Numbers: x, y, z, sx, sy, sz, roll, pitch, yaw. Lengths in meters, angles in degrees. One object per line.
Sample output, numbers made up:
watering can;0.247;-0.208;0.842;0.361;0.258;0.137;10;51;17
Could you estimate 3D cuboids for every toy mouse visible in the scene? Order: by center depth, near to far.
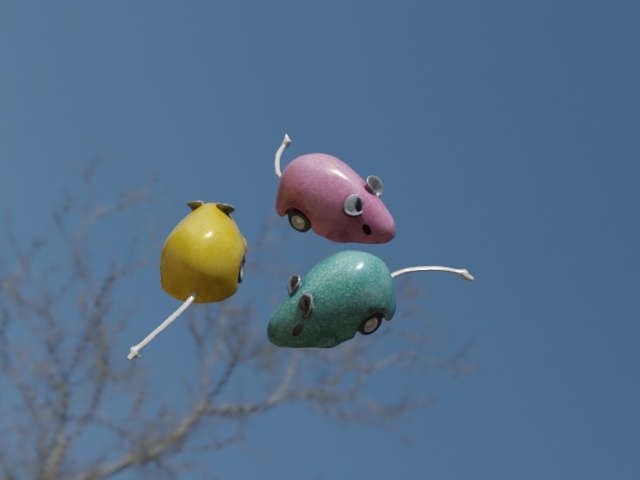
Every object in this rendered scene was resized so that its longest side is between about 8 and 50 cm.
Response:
toy mouse;0.000;0.000;0.917;0.143;0.161;0.031;7;-49;9
